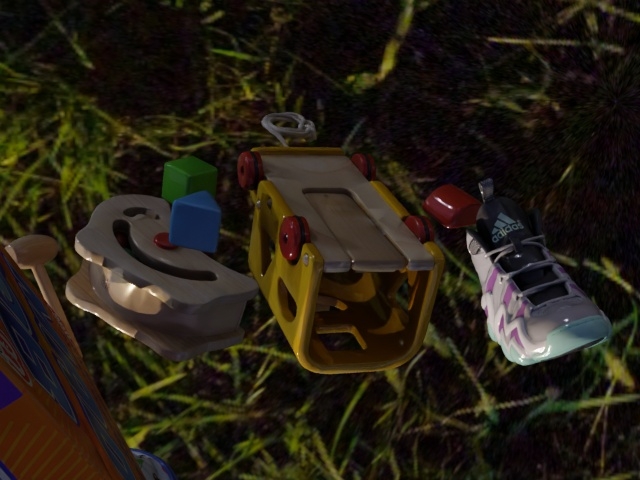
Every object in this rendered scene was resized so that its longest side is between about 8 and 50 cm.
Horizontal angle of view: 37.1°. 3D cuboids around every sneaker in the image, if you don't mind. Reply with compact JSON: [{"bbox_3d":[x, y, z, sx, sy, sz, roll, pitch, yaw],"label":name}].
[{"bbox_3d":[0.077,0.008,0.369,0.038,0.098,0.069,-17,92,-6],"label":"sneaker"}]

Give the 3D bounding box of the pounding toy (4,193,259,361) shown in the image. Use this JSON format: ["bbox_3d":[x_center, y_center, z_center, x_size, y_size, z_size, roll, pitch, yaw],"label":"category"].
[{"bbox_3d":[-0.206,0.054,1.075,0.269,0.154,0.155,28,120,16],"label":"pounding toy"}]

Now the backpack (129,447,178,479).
[{"bbox_3d":[-0.250,0.338,0.991,0.276,0.213,0.263,-8,69,19],"label":"backpack"}]

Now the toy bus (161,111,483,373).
[{"bbox_3d":[-0.001,0.006,0.658,0.191,0.202,0.104,21,118,19],"label":"toy bus"}]

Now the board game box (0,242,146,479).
[{"bbox_3d":[-0.374,0.169,0.739,0.356,0.356,0.356,-33,47,-11],"label":"board game box"}]
